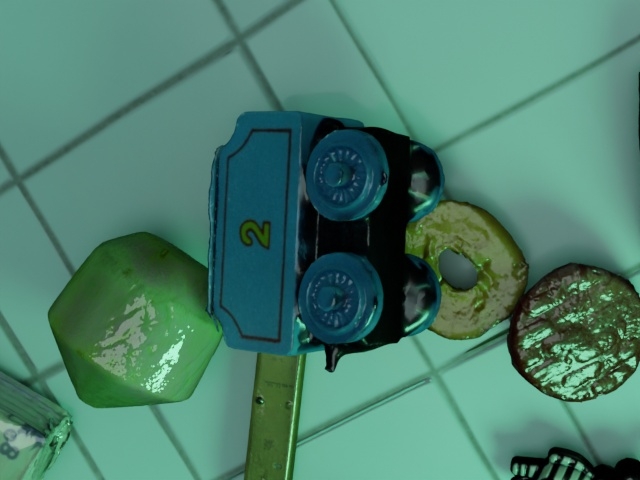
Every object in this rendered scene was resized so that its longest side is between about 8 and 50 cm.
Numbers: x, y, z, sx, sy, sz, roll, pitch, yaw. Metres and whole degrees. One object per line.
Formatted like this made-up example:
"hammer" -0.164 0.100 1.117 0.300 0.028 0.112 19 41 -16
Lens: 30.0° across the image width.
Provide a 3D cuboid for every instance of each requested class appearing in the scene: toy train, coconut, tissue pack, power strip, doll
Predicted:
"toy train" 0.000 0.000 1.437 0.265 0.188 0.300 4 92 34
"coconut" -0.235 0.114 1.531 0.236 0.204 0.236 -1 98 -9
"tissue pack" -0.545 0.267 1.661 0.344 0.125 0.242 31 105 4
"power strip" -0.061 0.241 1.604 0.064 0.044 0.305 8 101 10
"doll" 0.351 0.312 1.523 0.219 0.067 0.091 6 105 16

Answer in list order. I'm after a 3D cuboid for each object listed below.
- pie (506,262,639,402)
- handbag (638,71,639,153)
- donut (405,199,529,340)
"pie" 0.317 0.115 1.475 0.182 0.049 0.182 -2 108 -6
"handbag" 0.520 -0.093 1.363 0.342 0.152 0.288 -16 90 23
"donut" 0.172 0.032 1.506 0.162 0.065 0.178 -30 93 11
